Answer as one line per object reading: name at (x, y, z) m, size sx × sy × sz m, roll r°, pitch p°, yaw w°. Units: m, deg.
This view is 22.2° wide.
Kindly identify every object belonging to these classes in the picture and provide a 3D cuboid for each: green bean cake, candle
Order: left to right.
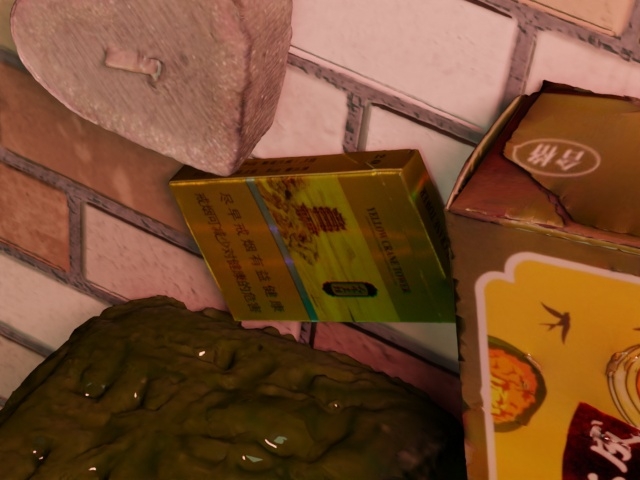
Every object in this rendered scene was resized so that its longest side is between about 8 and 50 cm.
candle at (-0.090, -0.118, 1.002) m, size 0.192 × 0.068 × 0.168 m, roll -13°, pitch 121°, yaw 42°
green bean cake at (-0.090, 0.195, 1.110) m, size 0.335 × 0.319 × 0.218 m, roll 15°, pitch 131°, yaw 19°

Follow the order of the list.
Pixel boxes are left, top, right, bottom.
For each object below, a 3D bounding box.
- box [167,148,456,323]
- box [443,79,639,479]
box at (0.000, 0.000, 1.080) m, size 0.193 × 0.030 × 0.121 m, roll -2°, pitch 125°, yaw 36°
box at (0.288, 0.128, 0.910) m, size 0.420 × 0.138 × 0.373 m, roll 13°, pitch 133°, yaw 25°
